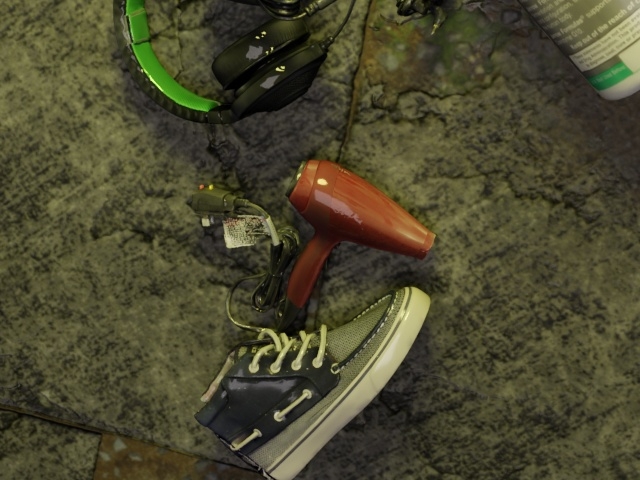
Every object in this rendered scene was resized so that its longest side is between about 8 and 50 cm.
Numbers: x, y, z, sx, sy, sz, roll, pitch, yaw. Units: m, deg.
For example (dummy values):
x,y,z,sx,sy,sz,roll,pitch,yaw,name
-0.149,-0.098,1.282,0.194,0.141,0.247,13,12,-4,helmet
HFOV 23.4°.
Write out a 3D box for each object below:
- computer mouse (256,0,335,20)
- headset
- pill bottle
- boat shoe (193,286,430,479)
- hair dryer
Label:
x,y,z,sx,sy,sz,roll,pitch,yaw,name
-0.004,-0.356,1.688,0.184,0.262,0.060,42,159,22,computer mouse
-0.052,-0.270,1.814,0.394,0.185,0.244,-1,106,28,headset
0.270,-0.345,1.661,0.204,0.204,0.361,-40,99,21,pill bottle
-0.020,0.156,1.941,0.158,0.127,0.340,35,113,-11,boat shoe
0.000,0.000,1.927,0.293,0.080,0.224,-6,124,19,hair dryer
